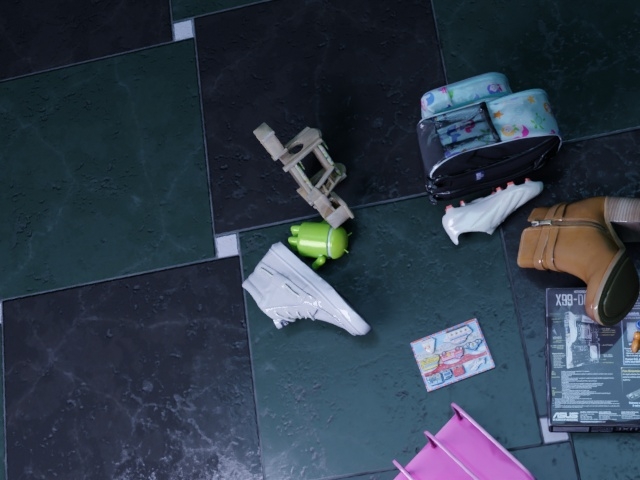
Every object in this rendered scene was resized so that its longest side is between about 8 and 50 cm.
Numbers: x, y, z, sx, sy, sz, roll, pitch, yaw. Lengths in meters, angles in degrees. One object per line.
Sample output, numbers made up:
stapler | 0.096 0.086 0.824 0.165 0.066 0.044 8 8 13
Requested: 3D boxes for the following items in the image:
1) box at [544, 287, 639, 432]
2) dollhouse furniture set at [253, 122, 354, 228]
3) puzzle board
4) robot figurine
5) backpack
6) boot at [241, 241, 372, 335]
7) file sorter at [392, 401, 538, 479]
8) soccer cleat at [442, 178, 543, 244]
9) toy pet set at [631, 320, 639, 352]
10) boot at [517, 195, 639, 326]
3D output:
box | 0.538 0.202 1.878 0.307 0.076 0.243 -2 71 12
dollhouse furniture set | -0.009 -0.140 2.036 0.101 0.182 0.161 -40 42 -3
puzzle board | 0.236 0.204 1.980 0.128 0.011 0.096 -21 68 4
robot figurine | 0.000 0.000 2.073 0.115 0.067 0.101 4 60 14
backpack | 0.299 -0.189 1.990 0.253 0.225 0.191 -12 74 4
boot | -0.030 0.122 2.034 0.258 0.095 0.123 40 89 30
file sorter | 0.197 0.437 1.814 0.291 0.182 0.202 -46 68 -5
soccer cleat | 0.320 -0.054 2.027 0.196 0.068 0.076 -21 83 6
toy pet set | 0.567 0.188 1.798 0.122 0.065 0.114 12 74 16
boot | 0.433 0.030 1.893 0.220 0.109 0.283 -2 50 35
